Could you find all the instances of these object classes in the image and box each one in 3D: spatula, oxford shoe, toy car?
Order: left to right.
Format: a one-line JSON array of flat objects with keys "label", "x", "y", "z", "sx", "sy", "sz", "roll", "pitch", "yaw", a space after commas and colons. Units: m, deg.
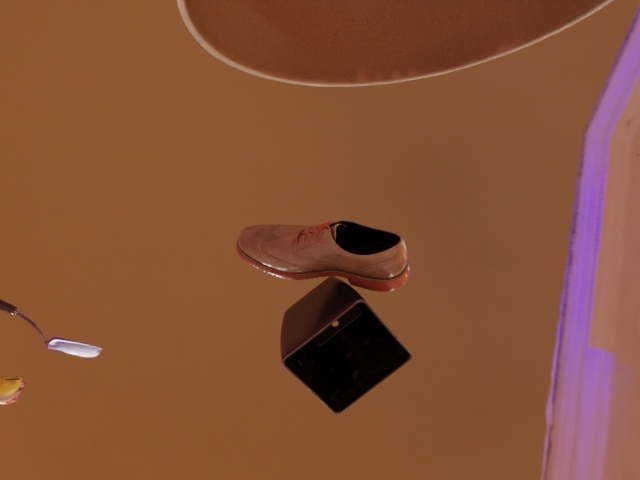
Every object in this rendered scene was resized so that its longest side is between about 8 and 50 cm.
[{"label": "toy car", "x": -0.790, "y": 0.351, "z": 1.529, "sx": 0.224, "sy": 0.239, "sz": 0.053, "roll": -3, "pitch": -104, "yaw": -22}, {"label": "spatula", "x": -0.550, "y": 0.150, "z": 1.255, "sx": 0.296, "sy": 0.030, "sz": 0.084, "roll": 33, "pitch": -37, "yaw": -15}, {"label": "oxford shoe", "x": 0.000, "y": 0.000, "z": 1.292, "sx": 0.348, "sy": 0.123, "sz": 0.130, "roll": 6, "pitch": -38, "yaw": 11}]

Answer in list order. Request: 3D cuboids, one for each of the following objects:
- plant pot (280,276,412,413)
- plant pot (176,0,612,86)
[{"label": "plant pot", "x": 0.032, "y": 0.182, "z": 1.307, "sx": 0.187, "sy": 0.167, "sz": 0.188, "roll": -38, "pitch": -60, "yaw": 5}, {"label": "plant pot", "x": 0.047, "y": -0.236, "z": 0.391, "sx": 0.283, "sy": 0.284, "sz": 0.191, "roll": -10, "pitch": -99, "yaw": 2}]
